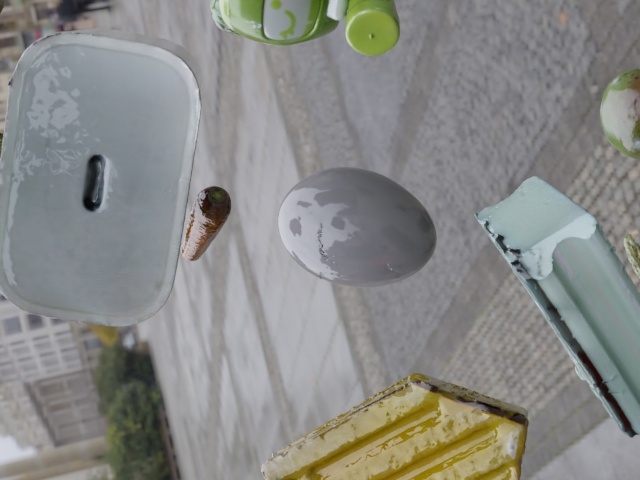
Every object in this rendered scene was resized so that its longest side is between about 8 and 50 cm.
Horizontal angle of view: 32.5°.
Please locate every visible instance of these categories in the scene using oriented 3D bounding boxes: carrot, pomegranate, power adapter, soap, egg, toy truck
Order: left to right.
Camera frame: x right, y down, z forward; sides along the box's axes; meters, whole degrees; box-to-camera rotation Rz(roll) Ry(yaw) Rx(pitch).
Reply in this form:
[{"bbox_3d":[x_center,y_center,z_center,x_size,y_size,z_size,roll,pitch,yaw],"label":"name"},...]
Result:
[{"bbox_3d":[-0.156,-0.061,0.814,0.255,0.124,0.187,-117,38,-76],"label":"power adapter"},{"bbox_3d":[-0.099,-0.013,0.930,0.093,0.032,0.032,-56,45,52],"label":"carrot"},{"bbox_3d":[0.001,-0.280,1.152,0.187,0.210,0.148,-64,-12,-50],"label":"toy truck"},{"bbox_3d":[0.045,-0.015,1.356,0.146,0.198,0.147,12,-90,-83],"label":"egg"},{"bbox_3d":[0.090,0.228,1.100,0.160,0.257,0.080,61,-172,2],"label":"soap"},{"bbox_3d":[0.276,0.068,1.132,0.261,0.094,0.150,52,-174,-25],"label":"soap"},{"bbox_3d":[0.565,-0.195,1.866,0.180,0.179,0.210,-128,24,-65],"label":"pomegranate"}]

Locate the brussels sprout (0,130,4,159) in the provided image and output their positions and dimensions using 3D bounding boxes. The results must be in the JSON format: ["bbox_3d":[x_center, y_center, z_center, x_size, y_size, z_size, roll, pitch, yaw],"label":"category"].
[{"bbox_3d":[-0.391,-0.091,1.235,0.058,0.085,0.085,46,-156,-63],"label":"brussels sprout"}]

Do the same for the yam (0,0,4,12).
[{"bbox_3d":[-0.479,-0.355,1.205,0.371,0.083,0.083,46,-158,-58],"label":"yam"}]

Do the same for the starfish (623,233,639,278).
[{"bbox_3d":[0.601,0.119,1.633,0.078,0.347,0.358,83,-150,-45],"label":"starfish"}]
